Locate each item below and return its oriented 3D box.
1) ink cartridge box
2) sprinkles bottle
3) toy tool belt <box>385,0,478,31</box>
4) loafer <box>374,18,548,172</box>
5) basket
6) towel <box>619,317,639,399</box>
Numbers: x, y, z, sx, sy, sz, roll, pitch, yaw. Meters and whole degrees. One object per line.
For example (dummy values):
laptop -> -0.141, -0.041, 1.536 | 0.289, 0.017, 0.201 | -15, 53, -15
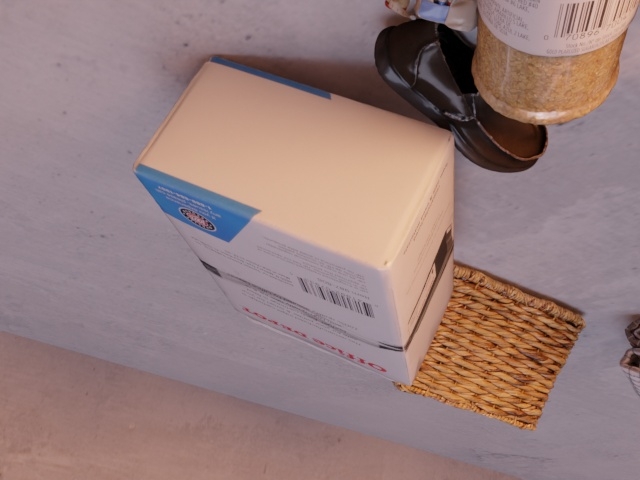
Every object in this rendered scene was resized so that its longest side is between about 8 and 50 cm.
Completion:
ink cartridge box -> 0.000, 0.000, 0.880 | 0.286, 0.166, 0.395 | 22, 159, 19
sprinkles bottle -> 0.160, -0.220, 0.469 | 0.121, 0.121, 0.355 | 5, 155, 12
toy tool belt -> 0.100, -0.210, 0.615 | 0.083, 0.052, 0.051 | 11, 124, -8
loafer -> 0.150, -0.135, 0.702 | 0.220, 0.080, 0.078 | 27, 152, -30
basket -> 0.255, 0.157, 1.272 | 0.299, 0.222, 0.213 | 20, -173, -19
towel -> 0.648, 0.221, 1.170 | 0.284, 0.121, 0.235 | 4, 149, 38
